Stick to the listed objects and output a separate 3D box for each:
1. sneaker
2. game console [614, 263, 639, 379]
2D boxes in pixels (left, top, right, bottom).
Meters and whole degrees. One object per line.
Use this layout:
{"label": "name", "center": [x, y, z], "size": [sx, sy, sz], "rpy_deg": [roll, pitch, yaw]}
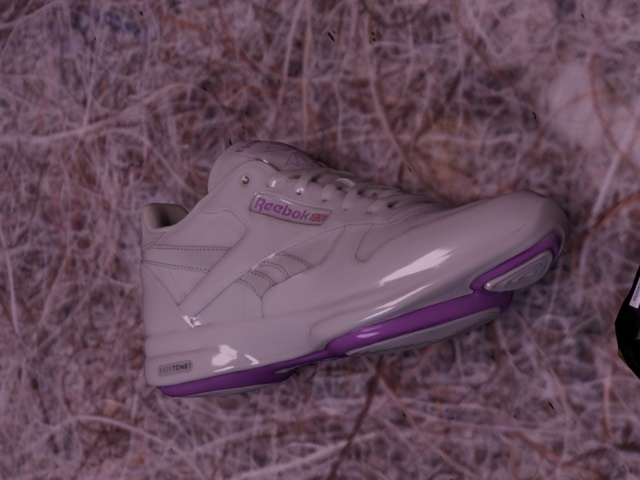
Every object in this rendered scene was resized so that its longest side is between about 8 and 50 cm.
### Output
{"label": "sneaker", "center": [0.000, 0.000, 1.058], "size": [0.305, 0.114, 0.152], "rpy_deg": [-16, 80, 35]}
{"label": "game console", "center": [0.292, -0.045, 0.888], "size": [0.213, 0.044, 0.361], "rpy_deg": [28, 105, 33]}
